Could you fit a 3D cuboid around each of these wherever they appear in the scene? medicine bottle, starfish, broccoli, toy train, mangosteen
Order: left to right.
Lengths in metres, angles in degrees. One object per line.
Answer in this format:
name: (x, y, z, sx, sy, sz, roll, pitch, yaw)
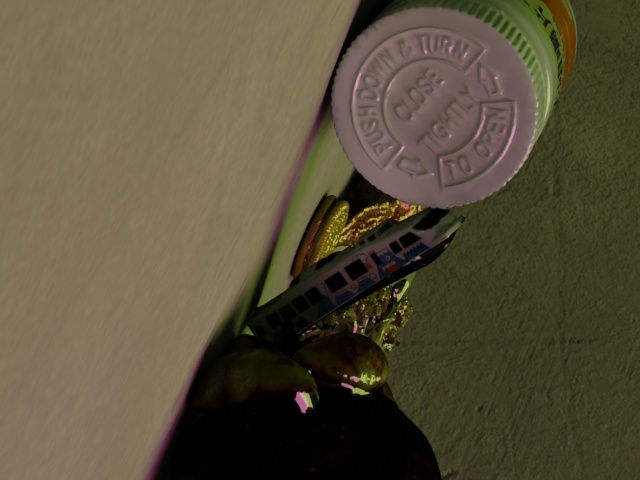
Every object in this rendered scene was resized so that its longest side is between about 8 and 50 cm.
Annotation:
mangosteen: (-0.011, 0.179, 1.324, 0.243, 0.243, 0.243, 24, 90, -84)
broccoli: (0.023, 0.083, 1.629, 0.130, 0.131, 0.120, 106, -29, -60)
toy train: (0.027, 0.025, 1.355, 0.207, 0.047, 0.043, -32, -174, 36)
starfish: (0.071, -0.016, 1.719, 0.240, 0.043, 0.227, -24, 142, -45)
medicine bottle: (0.119, -0.144, 1.415, 0.318, 0.158, 0.158, -54, 166, -68)

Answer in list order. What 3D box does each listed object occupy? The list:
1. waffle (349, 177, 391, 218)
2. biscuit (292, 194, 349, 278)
waffle: (0.092, -0.106, 1.846, 0.245, 0.052, 0.254, 95, 19, -75)
biscuit: (0.000, 0.000, 1.561, 0.084, 0.023, 0.084, 25, 90, -83)
